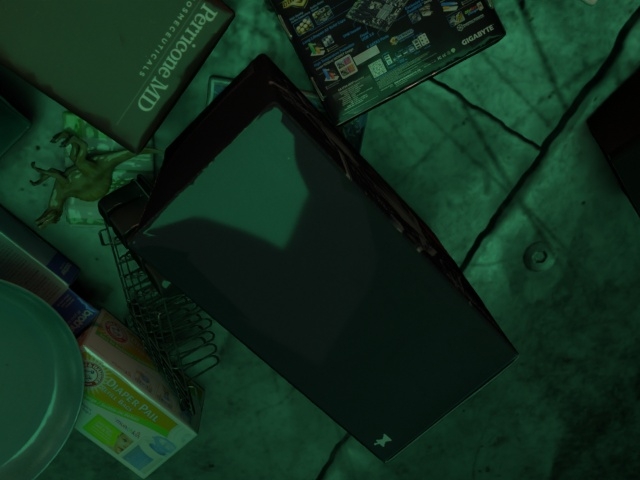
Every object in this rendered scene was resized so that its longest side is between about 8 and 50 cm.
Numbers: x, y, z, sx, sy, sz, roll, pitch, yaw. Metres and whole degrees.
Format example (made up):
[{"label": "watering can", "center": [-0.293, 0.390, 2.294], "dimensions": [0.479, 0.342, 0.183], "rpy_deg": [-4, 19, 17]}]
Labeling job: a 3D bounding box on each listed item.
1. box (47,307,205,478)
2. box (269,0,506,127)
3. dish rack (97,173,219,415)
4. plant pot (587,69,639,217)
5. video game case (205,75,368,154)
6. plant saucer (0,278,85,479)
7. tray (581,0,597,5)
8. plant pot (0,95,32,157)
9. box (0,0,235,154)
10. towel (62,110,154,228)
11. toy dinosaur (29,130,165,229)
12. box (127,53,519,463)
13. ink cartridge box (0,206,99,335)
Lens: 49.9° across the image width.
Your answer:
[{"label": "box", "center": [-0.275, 0.212, 0.957], "dimensions": [0.114, 0.103, 0.203], "rpy_deg": [-42, 109, 13]}, {"label": "box", "center": [0.073, -0.257, 0.787], "dimensions": [0.220, 0.051, 0.175], "rpy_deg": [-28, 94, 8]}, {"label": "dish rack", "center": [-0.194, 0.079, 0.852], "dimensions": [0.074, 0.208, 0.271], "rpy_deg": [-24, 134, -25]}, {"label": "plant pot", "center": [0.437, -0.116, 0.830], "dimensions": [0.167, 0.187, 0.188], "rpy_deg": [-28, 112, 21]}, {"label": "video game case", "center": [-0.052, -0.104, 0.884], "dimensions": [0.201, 0.023, 0.183], "rpy_deg": [8, 112, -6]}, {"label": "plant saucer", "center": [-0.438, 0.182, 0.792], "dimensions": [0.318, 0.044, 0.317], "rpy_deg": [-13, 113, -33]}, {"label": "tray", "center": [0.208, -0.376, 0.756], "dimensions": [0.270, 0.030, 0.145], "rpy_deg": [27, 74, -14]}, {"label": "plant pot", "center": [-0.479, -0.164, 0.737], "dimensions": [0.234, 0.166, 0.165], "rpy_deg": [41, 81, -2]}, {"label": "box", "center": [-0.298, -0.281, 0.727], "dimensions": [0.381, 0.143, 0.191], "rpy_deg": [34, 101, -17]}, {"label": "towel", "center": [-0.269, -0.088, 0.881], "dimensions": [0.113, 0.023, 0.152], "rpy_deg": [3, 110, -7]}, {"label": "toy dinosaur", "center": [-0.289, -0.091, 0.848], "dimensions": [0.183, 0.053, 0.092], "rpy_deg": [-34, 127, 1]}, {"label": "box", "center": [0.000, 0.000, 0.745], "dimensions": [0.179, 0.312, 0.343], "rpy_deg": [-42, 111, 11]}, {"label": "ink cartridge box", "center": [-0.461, 0.041, 0.899], "dimensions": [0.186, 0.065, 0.311], "rpy_deg": [-43, 106, 13]}]
